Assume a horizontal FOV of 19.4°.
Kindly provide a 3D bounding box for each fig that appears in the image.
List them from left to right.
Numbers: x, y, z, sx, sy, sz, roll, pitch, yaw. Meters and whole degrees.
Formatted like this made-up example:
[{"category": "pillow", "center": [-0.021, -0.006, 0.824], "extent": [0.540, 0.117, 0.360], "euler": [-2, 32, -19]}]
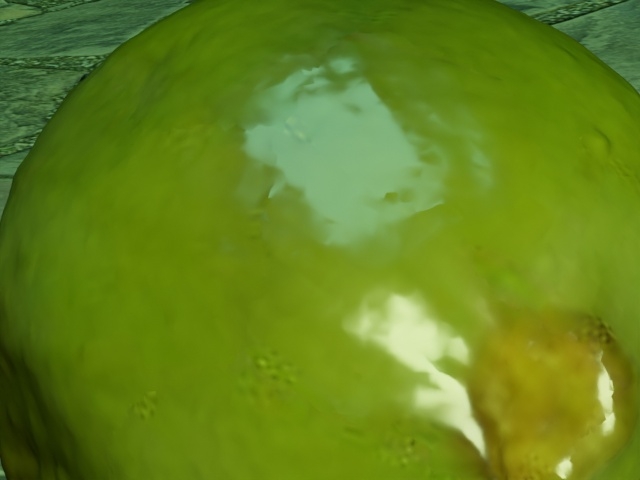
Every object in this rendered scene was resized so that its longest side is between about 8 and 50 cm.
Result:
[{"category": "fig", "center": [0.025, 0.041, 0.790], "extent": [0.343, 0.343, 0.343], "euler": [-8, 17, 3]}]

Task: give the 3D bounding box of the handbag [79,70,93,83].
[{"category": "handbag", "center": [0.000, 0.000, 1.122], "extent": [0.303, 0.122, 0.329], "euler": [1, -12, -10]}]
